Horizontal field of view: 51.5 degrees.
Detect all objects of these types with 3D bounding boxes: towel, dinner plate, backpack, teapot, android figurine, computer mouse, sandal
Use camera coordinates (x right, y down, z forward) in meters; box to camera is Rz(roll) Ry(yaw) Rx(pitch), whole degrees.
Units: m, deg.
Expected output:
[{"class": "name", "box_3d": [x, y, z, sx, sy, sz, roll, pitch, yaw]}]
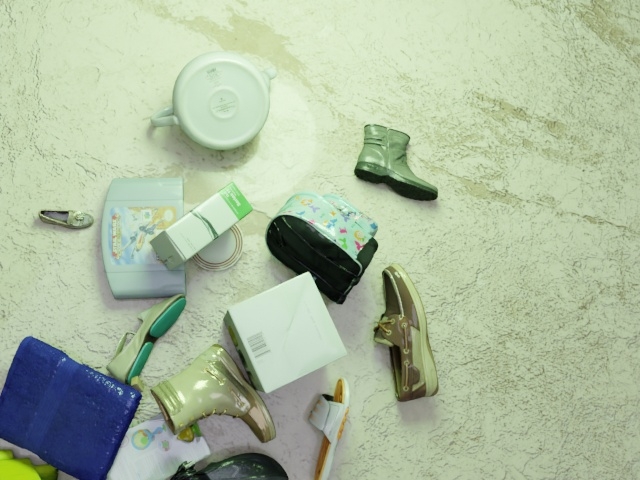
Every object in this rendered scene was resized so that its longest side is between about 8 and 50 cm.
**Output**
[{"class": "towel", "box_3d": [-0.561, 0.372, 1.462, 0.308, 0.076, 0.228, 23, 87, 11]}, {"class": "dinner plate", "box_3d": [-0.262, 0.006, 1.658, 0.141, 0.017, 0.141, 2, 78, -11]}, {"class": "backpack", "box_3d": [0.000, 0.000, 1.608, 0.253, 0.225, 0.191, 31, 53, 1]}, {"class": "teapot", "box_3d": [-0.256, -0.351, 1.649, 0.255, 0.187, 0.253, 21, 103, -23]}, {"class": "android figurine", "box_3d": [-0.665, 0.513, 1.365, 0.272, 0.248, 0.056, 12, 100, -41]}, {"class": "computer mouse", "box_3d": [-0.205, 0.521, 1.509, 0.272, 0.188, 0.072, 6, 58, -18]}, {"class": "sandal", "box_3d": [0.005, 0.452, 1.581, 0.076, 0.102, 0.266, 17, 78, -10]}]

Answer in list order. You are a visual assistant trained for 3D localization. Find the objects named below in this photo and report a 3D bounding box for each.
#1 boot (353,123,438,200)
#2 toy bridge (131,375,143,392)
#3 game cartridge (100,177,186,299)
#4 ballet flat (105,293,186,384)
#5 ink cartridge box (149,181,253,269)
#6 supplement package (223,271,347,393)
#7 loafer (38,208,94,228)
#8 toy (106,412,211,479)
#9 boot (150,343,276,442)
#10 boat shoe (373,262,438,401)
[{"class": "boot", "box_3d": [0.217, -0.214, 1.765, 0.246, 0.083, 0.161, 21, 70, -8]}, {"class": "toy bridge", "box_3d": [-0.491, 0.371, 1.520, 0.188, 0.026, 0.063, -22, 126, 1]}, {"class": "game cartridge", "box_3d": [-0.428, -0.008, 1.611, 0.198, 0.062, 0.298, -1, 80, -16]}, {"class": "ballet flat", "box_3d": [-0.415, 0.217, 1.560, 0.086, 0.086, 0.248, 33, 76, -3]}, {"class": "ink cartridge box", "box_3d": [-0.280, -0.032, 1.548, 0.208, 0.153, 0.087, -40, 99, -29]}, {"class": "supplement package", "box_3d": [-0.091, 0.217, 1.523, 0.198, 0.263, 0.199, -24, 84, -14]}, {"class": "loafer", "box_3d": [-0.610, -0.054, 1.589, 0.125, 0.039, 0.045, 6, 77, -10]}, {"class": "toy", "box_3d": [-0.387, 0.483, 1.522, 0.237, 0.056, 0.137, -23, 81, -19]}, {"class": "boot", "box_3d": [-0.243, 0.393, 1.520, 0.203, 0.095, 0.262, -32, 82, -33]}, {"class": "boat shoe", "box_3d": [0.192, 0.231, 1.654, 0.123, 0.123, 0.342, -12, 88, -14]}]
